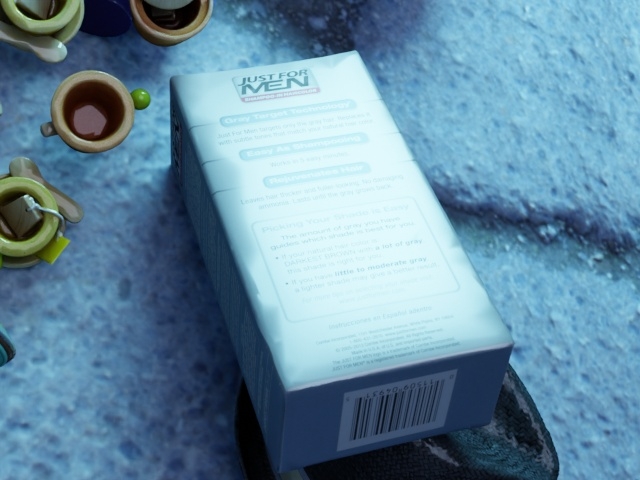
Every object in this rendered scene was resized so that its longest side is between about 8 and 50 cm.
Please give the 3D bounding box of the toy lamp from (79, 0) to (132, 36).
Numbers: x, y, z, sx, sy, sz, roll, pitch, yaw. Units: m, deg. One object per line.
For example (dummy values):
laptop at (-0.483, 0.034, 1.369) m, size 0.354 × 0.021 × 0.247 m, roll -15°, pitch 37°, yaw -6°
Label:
toy lamp at (-0.192, -0.336, 1.184) m, size 0.080 × 0.080 × 0.274 m, roll 18°, pitch 64°, yaw -23°

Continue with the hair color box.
hair color box at (0.000, 0.000, 1.023) m, size 0.185 × 0.113 × 0.374 m, roll -10°, pitch 48°, yaw -15°

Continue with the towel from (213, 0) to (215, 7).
towel at (-0.211, -0.377, 1.101) m, size 0.336 × 0.040 × 0.243 m, roll 25°, pitch 65°, yaw -39°

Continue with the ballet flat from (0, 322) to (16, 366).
ballet flat at (-0.330, 0.038, 0.975) m, size 0.188 × 0.070 × 0.070 m, roll 31°, pitch 59°, yaw -20°

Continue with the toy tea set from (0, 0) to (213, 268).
toy tea set at (-0.233, -0.144, 1.011) m, size 0.200 × 0.124 × 0.336 m, roll 36°, pitch 77°, yaw -10°

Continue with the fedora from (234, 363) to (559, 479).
fedora at (0.094, 0.176, 1.074) m, size 0.334 × 0.152 × 0.334 m, roll 14°, pitch 54°, yaw -20°
